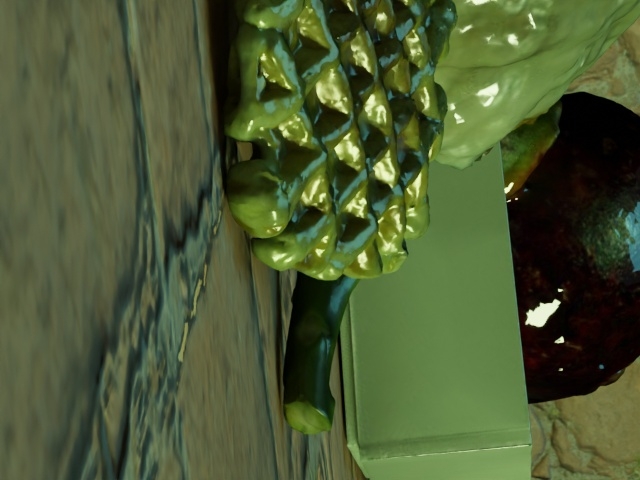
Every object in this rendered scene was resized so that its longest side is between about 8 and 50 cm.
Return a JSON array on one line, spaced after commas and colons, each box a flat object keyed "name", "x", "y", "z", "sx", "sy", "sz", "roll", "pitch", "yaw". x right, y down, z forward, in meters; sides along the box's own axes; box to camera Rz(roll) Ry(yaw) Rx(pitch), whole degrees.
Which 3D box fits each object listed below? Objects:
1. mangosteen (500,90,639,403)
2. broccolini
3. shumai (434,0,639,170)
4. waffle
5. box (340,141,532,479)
[{"name": "mangosteen", "x": 0.166, "y": -0.008, "z": 1.609, "sx": 0.311, "sy": 0.311, "sz": 0.311, "roll": -5, "pitch": 90, "yaw": -86}, {"name": "broccolini", "x": -0.003, "y": -0.001, "z": 0.874, "sx": 0.067, "sy": 0.058, "sz": 0.216, "roll": 38, "pitch": 44, "yaw": -34}, {"name": "shumai", "x": 0.113, "y": -0.156, "z": 0.997, "sx": 0.309, "sy": 0.304, "sz": 0.263, "roll": -38, "pitch": 138, "yaw": -46}, {"name": "waffle", "x": 0.012, "y": -0.068, "z": 0.739, "sx": 0.183, "sy": 0.036, "sz": 0.169, "roll": 12, "pitch": 84, "yaw": -68}, {"name": "box", "x": 0.074, "y": 0.049, "z": 1.299, "sx": 0.225, "sy": 0.117, "sz": 0.225, "roll": 67, "pitch": 18, "yaw": -75}]
